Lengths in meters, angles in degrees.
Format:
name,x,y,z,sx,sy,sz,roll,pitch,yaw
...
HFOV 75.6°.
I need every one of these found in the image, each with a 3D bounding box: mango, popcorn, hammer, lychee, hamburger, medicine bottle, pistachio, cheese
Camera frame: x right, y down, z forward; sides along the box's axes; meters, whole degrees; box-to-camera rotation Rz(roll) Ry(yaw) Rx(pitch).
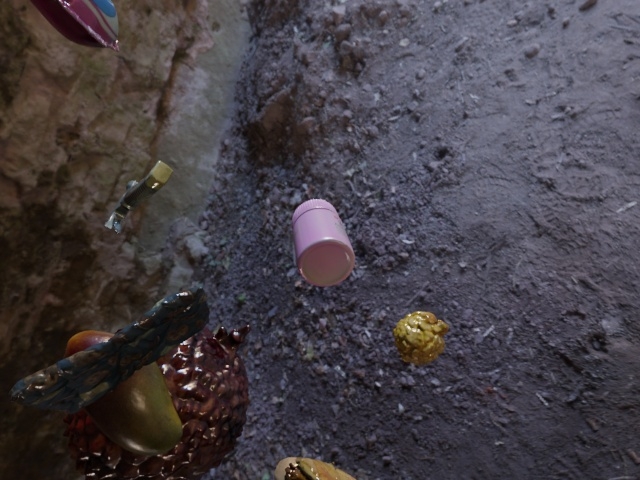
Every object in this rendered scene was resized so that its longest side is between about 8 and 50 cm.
name,x,y,z,sx,sy,sz,roll,pitch,yaw
mango,-0.343,0.265,0.729,0.133,0.267,0.111,-39,2,-21
popcorn,0.304,0.291,1.243,0.180,0.180,0.170,-27,40,41
hammer,-0.427,-0.108,0.968,0.226,0.041,0.159,-22,44,39
lychee,-0.372,0.384,1.038,0.500,0.425,0.424,-37,37,-14
hamburger,0.027,0.673,1.046,0.282,0.245,0.155,30,83,22
medicine bottle,0.000,0.000,1.347,0.178,0.178,0.291,-53,24,20
pistachio,-0.056,0.791,1.367,0.145,0.200,0.117,-39,-42,-87
cheese,-0.175,-0.174,0.270,0.038,0.095,0.145,-38,65,1

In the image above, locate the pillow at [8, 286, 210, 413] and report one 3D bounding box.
name,x,y,z,sx,sy,sz,roll,pitch,yaw
pillow,-0.274,0.160,0.592,0.034,0.255,0.189,53,157,15
